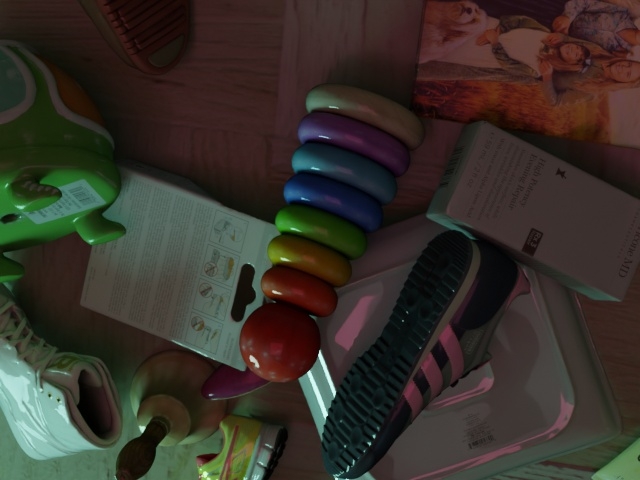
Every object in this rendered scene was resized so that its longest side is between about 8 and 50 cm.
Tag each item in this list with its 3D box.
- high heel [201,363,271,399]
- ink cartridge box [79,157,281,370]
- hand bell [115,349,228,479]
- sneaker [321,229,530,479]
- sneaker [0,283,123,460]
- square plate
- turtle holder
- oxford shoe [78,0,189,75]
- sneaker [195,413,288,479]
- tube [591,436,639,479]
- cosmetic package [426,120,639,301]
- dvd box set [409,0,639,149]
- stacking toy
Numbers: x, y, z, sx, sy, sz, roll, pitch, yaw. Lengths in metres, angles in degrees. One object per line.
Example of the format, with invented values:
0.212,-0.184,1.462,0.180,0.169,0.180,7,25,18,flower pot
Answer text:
-0.057,0.094,1.870,0.244,0.082,0.117,-29,107,12,high heel
-0.161,0.027,1.864,0.232,0.066,0.189,19,108,14,ink cartridge box
-0.195,0.227,1.853,0.126,0.242,0.126,2,105,9,hand bell
0.122,0.146,1.758,0.131,0.112,0.319,21,111,-33,sneaker
-0.340,0.131,1.891,0.169,0.108,0.292,-12,116,45,sneaker
0.146,0.137,1.833,0.347,0.049,0.344,-20,103,1,square plate
-0.390,-0.086,1.814,0.320,0.243,0.227,-27,68,33,turtle holder
-0.275,-0.366,1.778,0.146,0.140,0.397,-8,112,44,oxford shoe
-0.118,0.304,1.955,0.094,0.081,0.208,25,102,9,sneaker
0.431,0.228,1.846,0.240,0.062,0.070,-50,53,23,tube
0.246,-0.030,1.746,0.231,0.085,0.117,24,84,-11,cosmetic package
0.322,-0.255,1.722,0.420,0.062,0.307,10,108,7,dvd box set
0.000,0.000,1.746,0.141,0.141,0.330,20,82,4,stacking toy
